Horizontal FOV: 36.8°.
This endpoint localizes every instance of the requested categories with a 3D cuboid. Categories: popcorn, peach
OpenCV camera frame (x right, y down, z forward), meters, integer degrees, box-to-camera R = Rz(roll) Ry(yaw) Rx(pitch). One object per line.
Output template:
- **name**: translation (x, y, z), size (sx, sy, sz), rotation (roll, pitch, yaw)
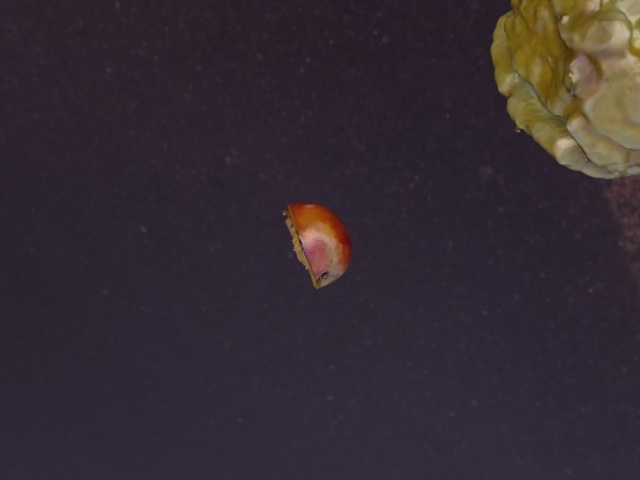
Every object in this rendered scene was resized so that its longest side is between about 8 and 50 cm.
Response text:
- **popcorn**: translation (0.332, -0.201, 1.042), size (0.247, 0.282, 0.282), rotation (4, 151, -23)
- **peach**: translation (0.000, 0.001, 1.025), size (0.061, 0.098, 0.098), rotation (-19, 146, -4)
